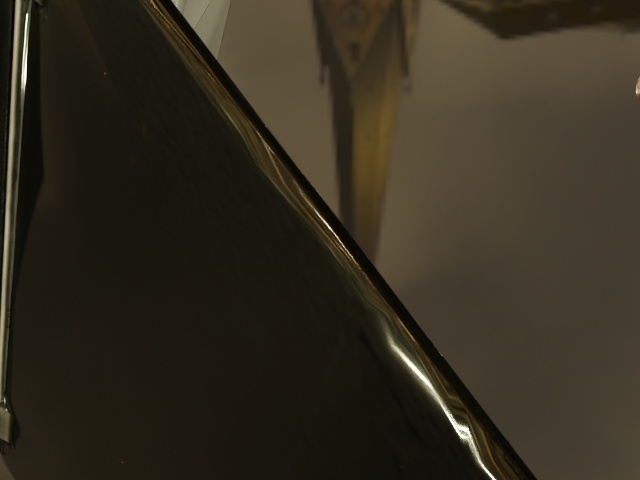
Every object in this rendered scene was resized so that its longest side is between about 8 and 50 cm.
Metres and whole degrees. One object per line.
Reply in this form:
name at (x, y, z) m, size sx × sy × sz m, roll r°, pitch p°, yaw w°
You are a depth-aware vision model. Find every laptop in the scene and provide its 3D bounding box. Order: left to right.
laptop at (0.000, 0.000, 0.577) m, size 0.236 × 0.382 × 0.408 m, roll 24°, pitch -125°, yaw 1°

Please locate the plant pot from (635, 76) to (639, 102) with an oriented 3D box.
plant pot at (0.435, -0.162, 1.297) m, size 0.267 × 0.267 × 0.236 m, roll 28°, pitch 174°, yaw -24°
